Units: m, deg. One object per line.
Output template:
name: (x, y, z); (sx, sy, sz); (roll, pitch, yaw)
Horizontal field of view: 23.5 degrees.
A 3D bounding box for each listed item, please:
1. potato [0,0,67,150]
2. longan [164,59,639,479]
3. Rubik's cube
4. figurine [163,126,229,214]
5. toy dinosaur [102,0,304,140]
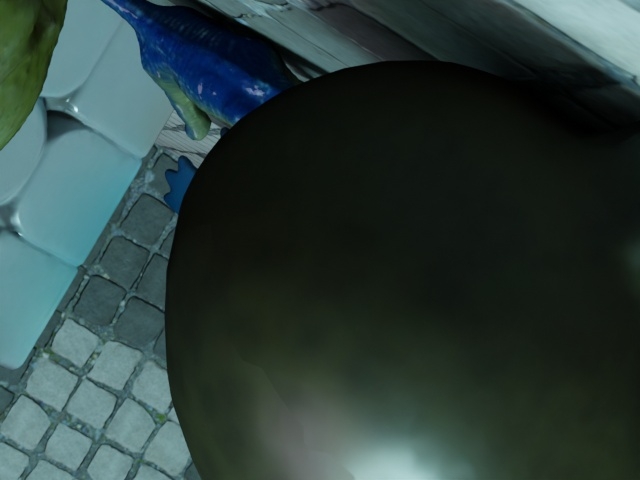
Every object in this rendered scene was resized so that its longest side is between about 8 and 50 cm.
potato: (-0.239, -0.160, 0.641); (0.218, 0.202, 0.351); (16, -158, -49)
longan: (0.067, 0.044, 0.696); (0.300, 0.300, 0.243); (33, -143, -44)
Rubik's cube: (-0.324, -0.119, 1.136); (0.291, 0.290, 0.291); (29, 177, 38)
figurine: (-0.037, 0.010, 1.540); (0.416, 0.243, 0.298); (126, 127, -84)
toy dinosaur: (-0.073, -0.115, 0.962); (0.247, 0.075, 0.188); (35, 174, 43)
